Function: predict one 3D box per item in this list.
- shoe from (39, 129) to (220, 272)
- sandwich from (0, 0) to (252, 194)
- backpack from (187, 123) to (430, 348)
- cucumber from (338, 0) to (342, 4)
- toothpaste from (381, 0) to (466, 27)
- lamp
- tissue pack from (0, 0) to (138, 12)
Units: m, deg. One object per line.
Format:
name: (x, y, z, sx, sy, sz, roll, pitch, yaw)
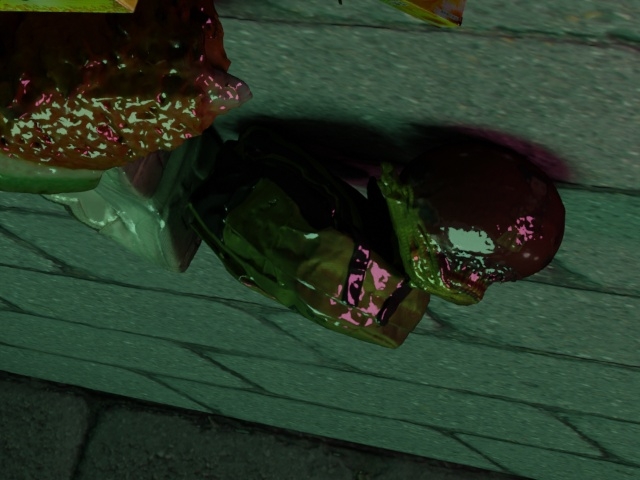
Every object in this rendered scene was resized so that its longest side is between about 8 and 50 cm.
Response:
shoe: (-0.223, -0.085, 1.904, 0.210, 0.132, 0.342, 17, 164, 18)
sandwich: (-0.193, -0.115, 1.522, 0.301, 0.162, 0.250, 4, -164, 26)
backpack: (0.000, 0.000, 1.835, 0.207, 0.140, 0.253, 26, -170, -34)
cucumber: (-0.077, -0.218, 1.206, 0.265, 0.077, 0.077, 33, 161, -22)
toothpaste: (0.020, -0.194, 1.310, 0.178, 0.043, 0.037, 22, 175, -23)
lamp: (0.135, -0.012, 1.726, 0.157, 0.135, 0.156, 5, 164, 31)
tissue pack: (-0.195, -0.215, 1.384, 0.176, 0.095, 0.062, 6, 162, 38)
